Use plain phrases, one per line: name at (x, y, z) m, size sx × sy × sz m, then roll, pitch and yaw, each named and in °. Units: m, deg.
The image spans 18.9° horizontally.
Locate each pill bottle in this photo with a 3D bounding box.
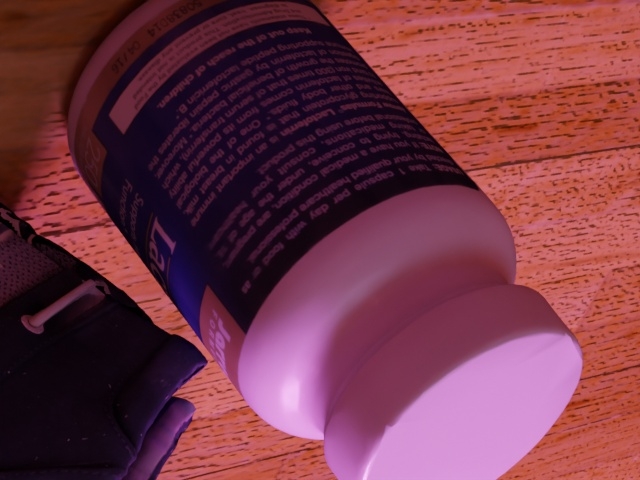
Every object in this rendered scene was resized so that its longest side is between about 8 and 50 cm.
pill bottle at (0.000, 0.000, 0.936) m, size 0.153 × 0.264 × 0.153 m, roll -26°, pitch 144°, yaw -20°

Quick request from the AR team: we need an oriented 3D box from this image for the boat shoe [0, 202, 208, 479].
boat shoe at (-0.189, 0.125, 0.877) m, size 0.340 × 0.158 × 0.127 m, roll -52°, pitch 164°, yaw -36°
